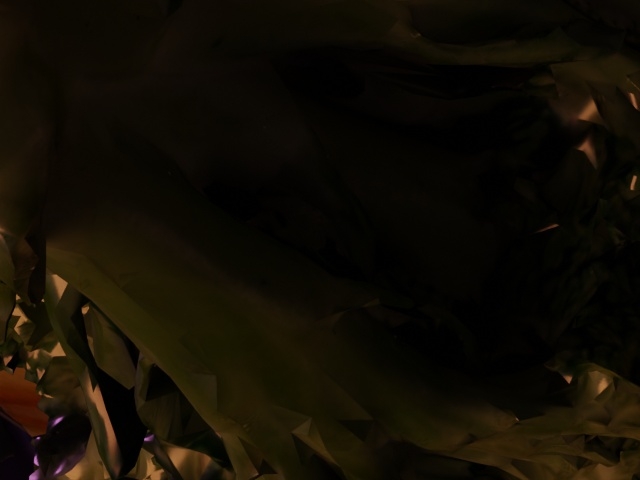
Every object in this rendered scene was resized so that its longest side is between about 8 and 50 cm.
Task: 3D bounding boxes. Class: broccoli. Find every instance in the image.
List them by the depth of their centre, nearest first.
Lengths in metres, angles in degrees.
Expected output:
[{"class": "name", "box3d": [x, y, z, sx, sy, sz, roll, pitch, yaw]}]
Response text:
[{"class": "broccoli", "box3d": [-0.029, -0.035, 0.425, 0.261, 0.269, 0.241, -8, 173, 23]}]

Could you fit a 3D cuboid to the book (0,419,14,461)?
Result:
[{"class": "book", "box3d": [-0.278, -0.115, 0.711, 0.300, 0.039, 0.428, 17, 136, 45]}]

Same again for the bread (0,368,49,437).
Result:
[{"class": "bread", "box3d": [0.000, 0.000, 0.885, 0.405, 0.242, 0.346, -1, 146, 19]}]
